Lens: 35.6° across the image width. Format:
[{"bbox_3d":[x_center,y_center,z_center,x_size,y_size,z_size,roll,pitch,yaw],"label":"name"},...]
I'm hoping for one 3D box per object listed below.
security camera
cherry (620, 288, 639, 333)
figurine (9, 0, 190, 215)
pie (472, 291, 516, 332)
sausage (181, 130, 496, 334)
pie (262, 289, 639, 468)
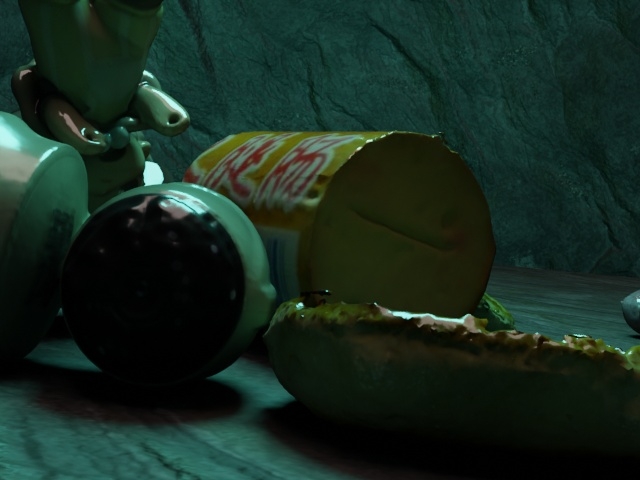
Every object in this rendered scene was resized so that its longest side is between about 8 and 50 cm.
[{"bbox_3d":[-0.170,0.022,0.761,0.277,0.197,0.191,14,-2,3],"label":"security camera"},{"bbox_3d":[0.513,0.106,1.479,0.126,0.087,0.106,-12,5,12],"label":"cherry"},{"bbox_3d":[-0.247,-0.088,0.973,0.248,0.381,0.203,-15,47,-40],"label":"figurine"},{"bbox_3d":[0.145,0.044,1.222,0.240,0.054,0.240,39,6,-5],"label":"pie"},{"bbox_3d":[0.000,0.000,1.041,0.233,0.233,0.287,4,2,-34],"label":"sausage"},{"bbox_3d":[0.112,0.097,0.716,0.315,0.092,0.315,8,-3,0],"label":"pie"}]
